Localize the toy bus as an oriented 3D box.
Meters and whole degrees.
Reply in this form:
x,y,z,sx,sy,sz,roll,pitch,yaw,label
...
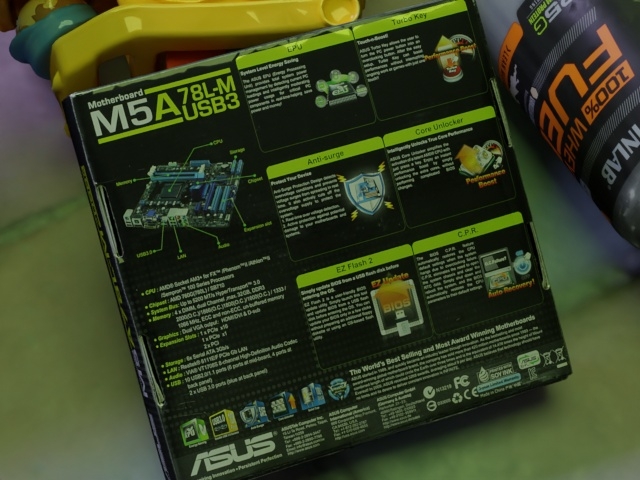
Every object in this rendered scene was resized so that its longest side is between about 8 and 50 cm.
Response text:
x,y,z,sx,sy,sz,roll,pitch,yaw,label
-0.079,-0.114,0.862,0.220,0.149,0.211,-3,72,-2,toy bus

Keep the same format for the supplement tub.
x,y,z,sx,sy,sz,roll,pitch,yaw,label
0.163,-0.075,0.846,0.117,0.117,0.190,-24,60,-17,supplement tub

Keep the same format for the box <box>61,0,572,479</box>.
x,y,z,sx,sy,sz,roll,pitch,yaw,label
0.000,0.000,0.777,0.190,0.045,0.184,-17,92,-13,box
